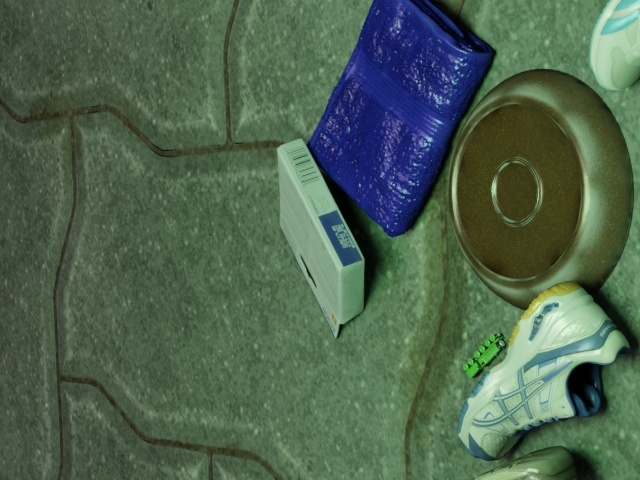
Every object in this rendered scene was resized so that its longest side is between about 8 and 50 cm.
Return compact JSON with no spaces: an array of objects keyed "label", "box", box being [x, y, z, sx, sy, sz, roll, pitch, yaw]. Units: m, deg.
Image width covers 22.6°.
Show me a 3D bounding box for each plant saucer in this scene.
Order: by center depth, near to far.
[{"label":"plant saucer","box":[0.260,-0.062,2.021,0.311,0.050,0.310,3,94,51]}]

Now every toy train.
[{"label":"toy train","box":[0.217,0.152,2.113,0.023,0.017,0.083,55,132,20]}]

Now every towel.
[{"label":"towel","box":[0.096,-0.187,2.192,0.227,0.076,0.308,49,128,39]}]

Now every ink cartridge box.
[{"label":"ink cartridge box","box":[0.000,0.000,2.316,0.224,0.045,0.223,93,153,-62]}]

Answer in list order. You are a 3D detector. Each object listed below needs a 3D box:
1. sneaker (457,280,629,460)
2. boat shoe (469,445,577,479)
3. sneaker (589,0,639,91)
[{"label":"sneaker","box":[0.272,0.192,1.976,0.131,0.112,0.296,44,134,23]},{"label":"boat shoe","box":[0.226,0.368,2.049,0.130,0.132,0.355,63,145,13]},{"label":"sneaker","box":[0.387,-0.254,1.819,0.092,0.087,0.228,54,133,32]}]
